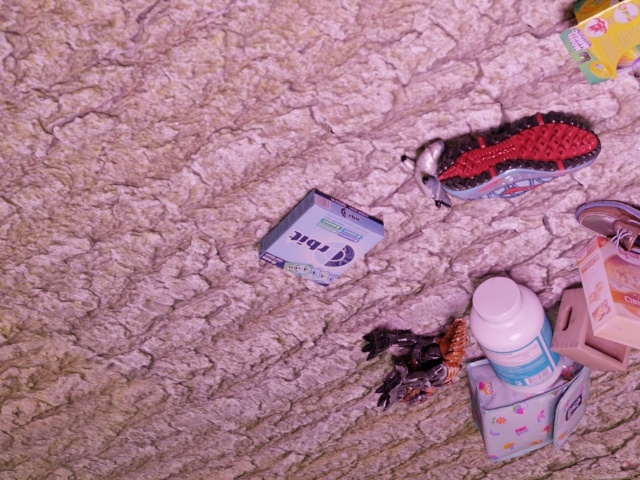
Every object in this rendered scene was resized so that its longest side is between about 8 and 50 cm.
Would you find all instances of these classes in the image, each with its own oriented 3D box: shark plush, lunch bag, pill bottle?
[{"bbox_3d":[0.203,-0.099,1.565,0.067,0.073,0.161,-38,129,-3],"label":"shark plush"},{"bbox_3d":[0.467,0.350,2.018,0.262,0.160,0.223,-14,136,0],"label":"lunch bag"},{"bbox_3d":[0.383,0.182,1.823,0.146,0.146,0.264,-16,137,18],"label":"pill bottle"}]

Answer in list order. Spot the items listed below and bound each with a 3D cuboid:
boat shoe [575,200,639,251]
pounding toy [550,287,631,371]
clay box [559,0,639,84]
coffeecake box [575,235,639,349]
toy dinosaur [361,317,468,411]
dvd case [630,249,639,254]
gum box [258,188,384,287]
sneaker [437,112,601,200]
[{"bbox_3d":[0.543,-0.019,1.628,0.183,0.066,0.066,12,134,5],"label":"boat shoe"},{"bbox_3d":[0.571,0.166,1.820,0.206,0.181,0.094,26,161,-22],"label":"pounding toy"},{"bbox_3d":[0.460,-0.317,1.305,0.222,0.053,0.127,-23,135,27],"label":"clay box"},{"bbox_3d":[0.560,0.099,1.694,0.142,0.185,0.068,17,137,-20],"label":"coffeecake box"},{"bbox_3d":[0.215,0.251,1.941,0.218,0.164,0.322,1,123,-24],"label":"toy dinosaur"},{"bbox_3d":[0.687,-0.041,1.656,0.180,0.022,0.253,16,137,-19],"label":"dvd case"},{"bbox_3d":[0.000,0.000,1.687,0.157,0.041,0.184,24,135,-27],"label":"gum box"},{"bbox_3d":[0.326,-0.129,1.517,0.262,0.104,0.125,-11,161,12],"label":"sneaker"}]
